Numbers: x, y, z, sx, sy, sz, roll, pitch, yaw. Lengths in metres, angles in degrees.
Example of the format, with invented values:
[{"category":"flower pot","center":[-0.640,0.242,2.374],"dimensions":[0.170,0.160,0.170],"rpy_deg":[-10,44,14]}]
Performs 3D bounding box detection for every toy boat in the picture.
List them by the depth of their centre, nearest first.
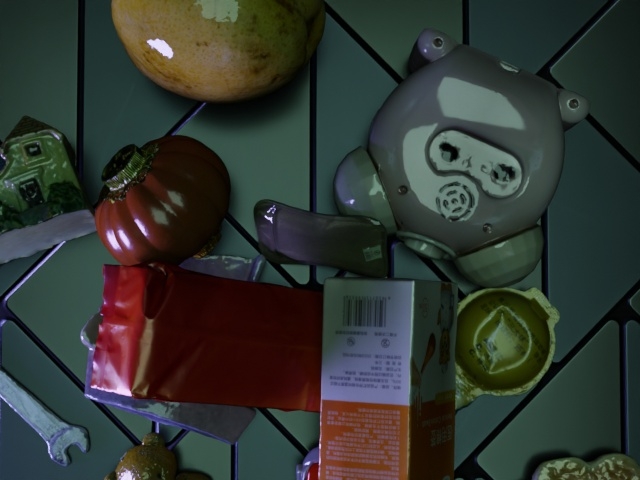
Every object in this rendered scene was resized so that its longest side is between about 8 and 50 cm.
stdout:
[{"category":"toy boat","center":[-0.231,0.164,1.666],"dimensions":[0.276,0.111,0.294],"rpy_deg":[4,78,-10]}]

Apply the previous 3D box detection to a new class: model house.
[{"category":"model house","center":[-0.469,-0.082,1.632],"dimensions":[0.214,0.195,0.189],"rpy_deg":[-19,80,-4]}]

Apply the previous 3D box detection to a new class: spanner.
[{"category":"spanner","center":[-0.484,0.238,1.692],"dimensions":[0.302,0.017,0.071],"rpy_deg":[43,86,1]}]

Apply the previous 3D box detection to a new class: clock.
[{"category":"clock","center":[0.218,-0.119,1.661],"dimensions":[0.342,0.184,0.326],"rpy_deg":[25,91,5]}]

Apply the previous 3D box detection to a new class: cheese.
[{"category":"cheese","center":[0.255,0.181,1.690],"dimensions":[0.270,0.069,0.177],"rpy_deg":[-41,86,3]}]

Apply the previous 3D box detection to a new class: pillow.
[{"category":"pillow","center":[0.000,0.000,1.654],"dimensions":[0.217,0.130,0.033],"rpy_deg":[9,42,19]}]

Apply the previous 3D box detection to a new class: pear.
[{"category":"pear","center":[-0.152,-0.344,1.597],"dimensions":[0.314,0.314,0.315],"rpy_deg":[0,87,-2]}]

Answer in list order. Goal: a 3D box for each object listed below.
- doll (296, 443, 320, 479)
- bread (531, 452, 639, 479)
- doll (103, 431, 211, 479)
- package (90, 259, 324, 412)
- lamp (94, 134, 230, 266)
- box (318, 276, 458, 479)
[{"category":"doll","center":[0.005,0.383,1.668],"dimensions":[0.102,0.075,0.228],"rpy_deg":[16,96,-15]},{"category":"bread","center":[0.416,0.483,1.685],"dimensions":[0.316,0.054,0.316],"rpy_deg":[0,88,-3]},{"category":"doll","center":[-0.231,0.406,1.654],"dimensions":[0.137,0.097,0.209],"rpy_deg":[-43,94,-9]},{"category":"package","center":[-0.121,0.148,1.578],"dimensions":[0.423,0.123,0.196],"rpy_deg":[11,84,-29]},{"category":"lamp","center":[-0.236,-0.055,1.619],"dimensions":[0.223,0.223,0.196],"rpy_deg":[-47,119,-3]},{"category":"box","center":[0.104,0.227,1.592],"dimensions":[0.143,0.225,0.341],"rpy_deg":[1,87,24]}]
